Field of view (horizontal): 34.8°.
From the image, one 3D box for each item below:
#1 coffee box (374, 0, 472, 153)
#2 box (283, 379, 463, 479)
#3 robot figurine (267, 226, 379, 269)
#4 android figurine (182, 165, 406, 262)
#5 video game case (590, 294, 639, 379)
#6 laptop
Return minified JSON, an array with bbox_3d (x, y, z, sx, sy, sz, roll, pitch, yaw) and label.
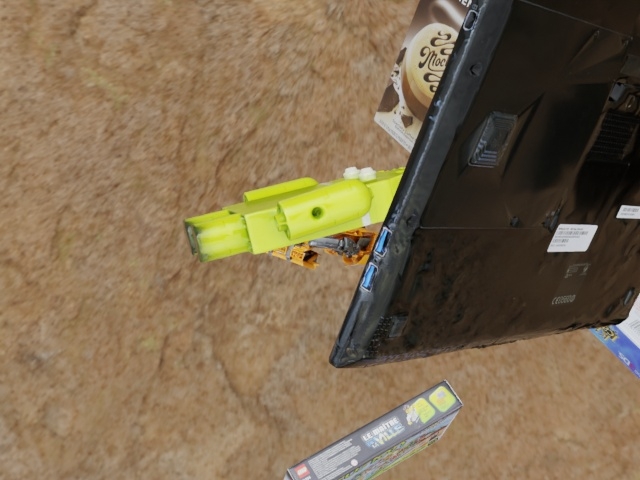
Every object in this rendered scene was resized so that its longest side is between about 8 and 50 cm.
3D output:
[{"bbox_3d":[0.212,-0.259,1.470,0.119,0.168,0.297,-9,133,-39],"label":"coffee box"},{"bbox_3d":[0.052,0.233,1.119,0.207,0.114,0.036,-26,67,-21],"label":"box"},{"bbox_3d":[0.000,0.000,1.828,0.211,0.291,0.085,18,99,33],"label":"robot figurine"},{"bbox_3d":[-0.011,-0.036,1.112,0.273,0.248,0.056,-16,98,-10],"label":"android figurine"},{"bbox_3d":[0.493,0.069,1.500,0.244,0.269,0.061,-25,144,-23],"label":"video game case"},{"bbox_3d":[0.083,-0.100,0.432,0.136,0.234,0.264,34,112,36],"label":"laptop"}]
